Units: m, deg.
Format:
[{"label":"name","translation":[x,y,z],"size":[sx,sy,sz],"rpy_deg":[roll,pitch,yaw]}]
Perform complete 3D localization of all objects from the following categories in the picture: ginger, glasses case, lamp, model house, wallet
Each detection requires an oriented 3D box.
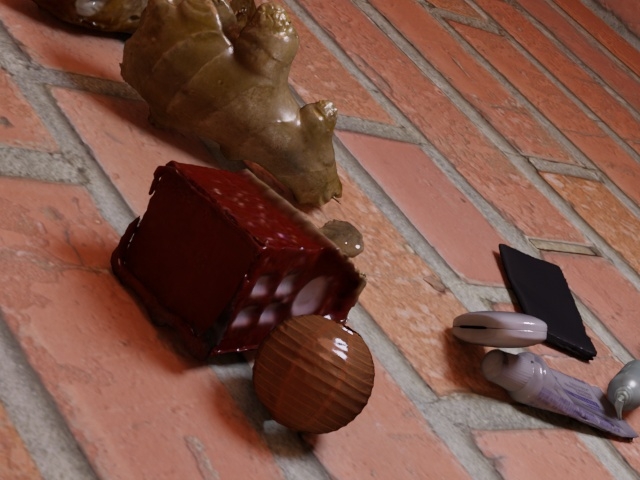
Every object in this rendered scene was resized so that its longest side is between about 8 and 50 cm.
[{"label":"ginger","translation":[0.001,0.002,1.900],"size":[0.069,0.051,0.173],"rpy_deg":[43,24,29]},{"label":"glasses case","translation":[0.236,0.118,1.867],"size":[0.074,0.049,0.193],"rpy_deg":[4,-5,-15]},{"label":"lamp","translation":[-0.008,0.145,1.519],"size":[0.136,0.136,0.136],"rpy_deg":[27,25,-14]},{"label":"model house","translation":[-0.074,0.021,1.621],"size":[0.254,0.160,0.196],"rpy_deg":[-2,34,-49]},{"label":"ginger","translation":[-0.093,-0.216,1.968],"size":[0.375,0.236,0.166],"rpy_deg":[26,9,-24]},{"label":"ginger","translation":[-0.257,-0.373,2.140],"size":[0.254,0.176,0.418],"rpy_deg":[41,19,30]},{"label":"wallet","translation":[0.347,0.093,2.179],"size":[0.124,0.025,0.244],"rpy_deg":[24,27,-20]}]

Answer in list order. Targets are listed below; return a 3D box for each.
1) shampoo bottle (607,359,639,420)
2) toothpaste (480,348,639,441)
[{"label":"shampoo bottle","translation":[0.442,0.212,2.006],"size":[0.056,0.056,0.195],"rpy_deg":[39,16,14]},{"label":"toothpaste","translation":[0.323,0.205,1.911],"size":[0.282,0.068,0.099],"rpy_deg":[22,53,-38]}]
